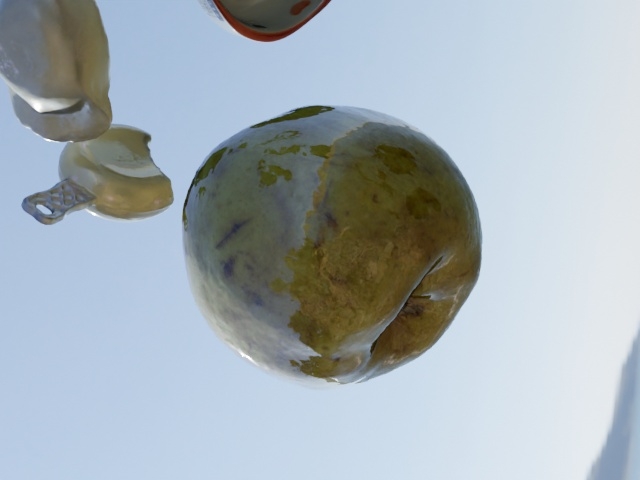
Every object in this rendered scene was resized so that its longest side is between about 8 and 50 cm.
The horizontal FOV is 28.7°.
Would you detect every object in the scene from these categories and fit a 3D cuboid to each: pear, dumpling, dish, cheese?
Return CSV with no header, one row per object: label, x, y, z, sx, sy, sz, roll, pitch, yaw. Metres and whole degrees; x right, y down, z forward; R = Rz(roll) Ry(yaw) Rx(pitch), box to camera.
pear,0.000,0.000,1.292,0.304,0.303,0.304,6,-90,-75
dumpling,-0.336,-0.240,1.540,0.132,0.162,0.250,-36,-63,-58
dish,-0.098,-0.409,1.762,0.256,0.117,0.256,-7,-77,-32
cheese,-0.302,-0.085,1.630,0.248,0.163,0.071,-9,-43,-45
